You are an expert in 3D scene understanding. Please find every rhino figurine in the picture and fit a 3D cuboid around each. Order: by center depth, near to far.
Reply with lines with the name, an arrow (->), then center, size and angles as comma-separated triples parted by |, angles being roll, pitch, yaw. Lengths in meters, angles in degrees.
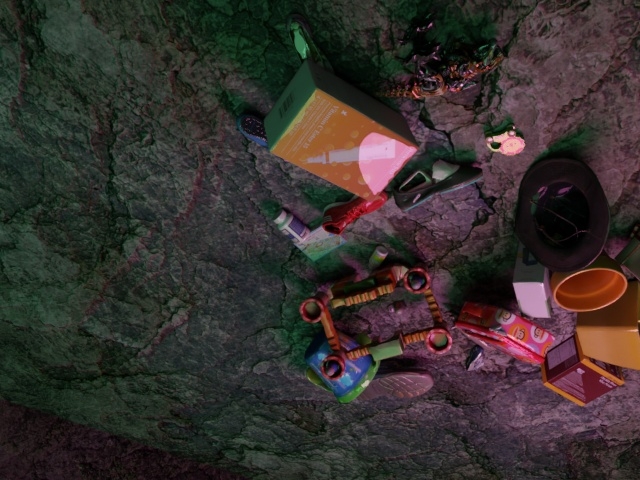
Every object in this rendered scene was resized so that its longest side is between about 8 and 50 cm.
rhino figurine -> 0.535, 0.308, 2.188 | 0.243, 0.106, 0.073 | 29, 129, -14

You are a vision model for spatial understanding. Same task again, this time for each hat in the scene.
hat -> 0.720, -0.079, 1.785 | 0.134, 0.331, 0.331 | -12, 140, -32

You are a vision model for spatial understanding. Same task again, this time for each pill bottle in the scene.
pill bottle -> -0.098, -0.047, 2.039 | 0.067, 0.067, 0.120 | -33, 117, 32
pill bottle -> 0.191, 0.059, 2.087 | 0.043, 0.043, 0.083 | 22, 131, -7

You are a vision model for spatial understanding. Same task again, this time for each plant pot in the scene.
plant pot -> 0.789, 0.079, 1.878 | 0.205, 0.187, 0.205 | 1, 137, 1
plant pot -> 0.949, 0.279, 2.030 | 0.187, 0.212, 0.212 | -6, 129, 32

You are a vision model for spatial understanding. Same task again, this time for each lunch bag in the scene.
lunch bag -> 0.574, 0.280, 2.001 | 0.258, 0.120, 0.293 | 30, 173, -13

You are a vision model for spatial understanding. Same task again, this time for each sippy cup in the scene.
sippy cup -> 0.068, 0.450, 2.340 | 0.224, 0.240, 0.305 | 41, 94, -10

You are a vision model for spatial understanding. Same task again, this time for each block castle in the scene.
block castle -> 0.182, 0.264, 2.063 | 0.454, 0.213, 0.302 | -18, 96, 17

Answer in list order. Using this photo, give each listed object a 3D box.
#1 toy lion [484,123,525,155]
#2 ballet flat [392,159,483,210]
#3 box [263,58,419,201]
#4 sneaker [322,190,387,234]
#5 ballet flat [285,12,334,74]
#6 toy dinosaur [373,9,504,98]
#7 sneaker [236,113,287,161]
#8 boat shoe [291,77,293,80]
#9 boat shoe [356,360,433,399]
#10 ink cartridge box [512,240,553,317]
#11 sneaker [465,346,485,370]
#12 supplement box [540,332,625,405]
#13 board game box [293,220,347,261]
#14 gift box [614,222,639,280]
toy lion -> 0.521, -0.275, 1.750 | 0.100, 0.034, 0.096 | -14, 133, 22
ballet flat -> 0.333, -0.174, 1.833 | 0.281, 0.095, 0.096 | -24, 110, 28
box -> 0.054, -0.287, 1.668 | 0.345, 0.168, 0.215 | 23, 123, -29
sneaker -> 0.104, -0.077, 1.933 | 0.221, 0.128, 0.087 | -22, 122, 27
ballet flat -> -0.032, -0.489, 1.643 | 0.077, 0.079, 0.221 | -16, 125, 22
toy dinosaur -> 0.293, -0.436, 1.588 | 0.322, 0.164, 0.218 | -35, 135, 9
sneaker -> -0.157, -0.307, 1.838 | 0.209, 0.082, 0.069 | 32, 93, -23
boat shoe -> -0.047, -0.340, 1.772 | 0.095, 0.079, 0.254 | 4, 131, 7
boat shoe -> 0.267, 0.525, 2.413 | 0.356, 0.130, 0.132 | -10, 124, 26
ink cartridge box -> 0.663, 0.110, 1.920 | 0.093, 0.212, 0.154 | -3, 131, 30
sneaker -> 0.592, 0.443, 2.336 | 0.058, 0.052, 0.135 | 6, 139, -7
supplement box -> 0.931, 0.461, 2.224 | 0.191, 0.129, 0.194 | 30, 129, -14
board game box -> 0.000, 0.000, 2.086 | 0.154, 0.026, 0.103 | -31, 118, 32
gift box -> 1.058, 0.053, 1.779 | 0.255, 0.258, 0.276 | 36, 108, -16
